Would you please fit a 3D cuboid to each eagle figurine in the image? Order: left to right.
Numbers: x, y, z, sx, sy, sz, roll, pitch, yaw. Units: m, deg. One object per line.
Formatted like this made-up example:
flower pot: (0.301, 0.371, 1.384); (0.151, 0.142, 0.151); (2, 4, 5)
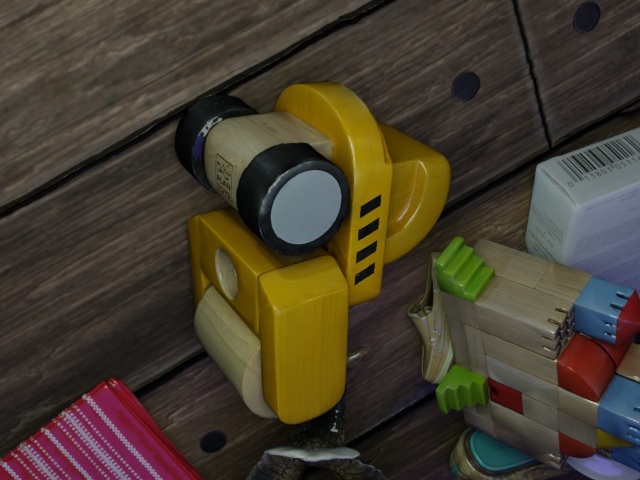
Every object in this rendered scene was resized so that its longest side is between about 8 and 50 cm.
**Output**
eagle figurine: (0.001, 0.264, 0.961); (0.225, 0.226, 0.298); (-23, 123, -34)

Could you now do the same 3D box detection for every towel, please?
towel: (-0.297, 0.313, 0.909); (0.275, 0.031, 0.199); (-37, 108, -4)

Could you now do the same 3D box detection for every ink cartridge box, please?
ink cartridge box: (0.434, 0.002, 1.071); (0.308, 0.091, 0.385); (-21, 142, -11)

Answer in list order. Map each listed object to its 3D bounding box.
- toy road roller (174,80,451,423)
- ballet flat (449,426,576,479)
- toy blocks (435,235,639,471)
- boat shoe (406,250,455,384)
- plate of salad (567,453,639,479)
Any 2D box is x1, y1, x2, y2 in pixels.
toy road roller: (0.000, 0.000, 0.797); (0.240, 0.202, 0.329); (-13, 122, -28)
ballet flat: (0.357, 0.322, 1.201); (0.348, 0.123, 0.123); (-5, 121, -21)
toy blocks: (0.300, 0.165, 0.931); (0.191, 0.261, 0.381); (-47, 138, -29)
boat shoe: (0.147, 0.100, 1.004); (0.072, 0.068, 0.190); (5, 106, -11)
plate of salad: (0.427, 0.267, 1.157); (0.200, 0.200, 0.048); (-15, 157, -14)
